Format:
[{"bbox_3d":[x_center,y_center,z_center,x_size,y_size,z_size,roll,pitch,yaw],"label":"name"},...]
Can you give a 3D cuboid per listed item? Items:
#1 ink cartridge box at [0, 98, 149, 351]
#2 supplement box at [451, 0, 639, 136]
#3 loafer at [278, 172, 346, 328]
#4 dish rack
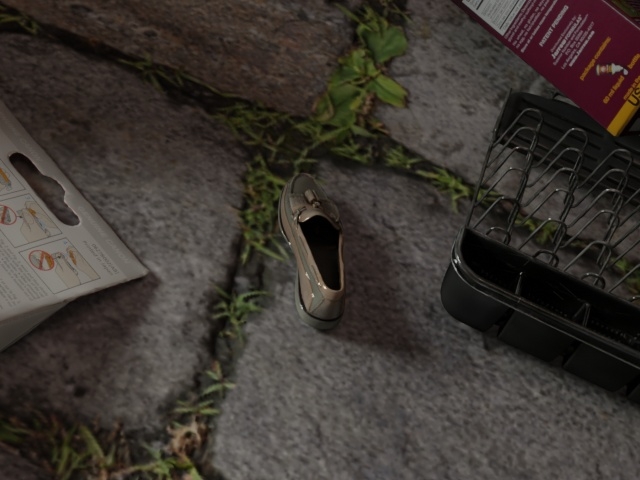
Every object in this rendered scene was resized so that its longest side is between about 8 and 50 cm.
[{"bbox_3d":[-0.245,-0.002,0.929,0.181,0.056,0.224,48,33,17],"label":"ink cartridge box"},{"bbox_3d":[0.209,-0.169,1.179,0.188,0.081,0.104,44,27,24],"label":"supplement box"},{"bbox_3d":[0.000,0.000,1.021,0.045,0.039,0.125,4,53,-19],"label":"loafer"},{"bbox_3d":[0.205,-0.012,1.096,0.208,0.074,0.272,26,48,-3],"label":"dish rack"}]
